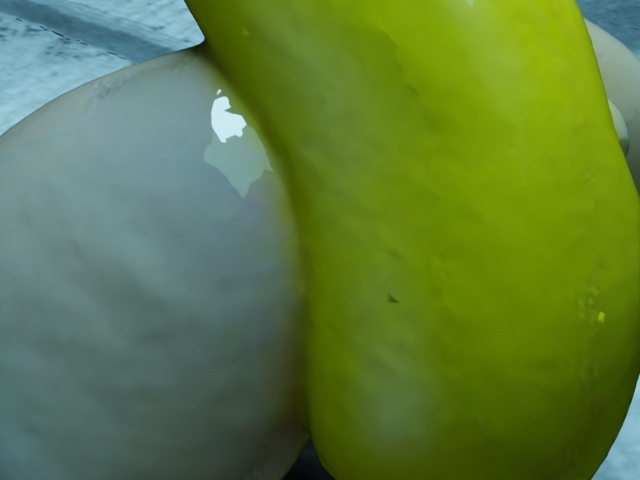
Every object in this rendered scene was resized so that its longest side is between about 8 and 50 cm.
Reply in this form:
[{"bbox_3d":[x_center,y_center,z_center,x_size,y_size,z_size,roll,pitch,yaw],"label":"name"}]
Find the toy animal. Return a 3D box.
[{"bbox_3d":[0.013,0.017,0.738,0.277,0.345,0.247,43,7,17],"label":"toy animal"}]
